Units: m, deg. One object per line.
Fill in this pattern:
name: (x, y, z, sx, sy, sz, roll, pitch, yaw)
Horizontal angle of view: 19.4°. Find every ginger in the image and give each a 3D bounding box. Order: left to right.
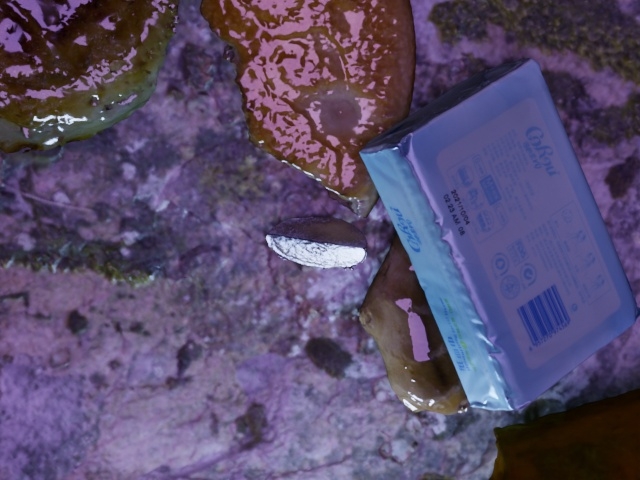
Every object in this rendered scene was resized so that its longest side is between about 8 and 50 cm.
ginger: (0.092, 0.077, 1.695, 0.095, 0.069, 0.190, -24, 104, -32)

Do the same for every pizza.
pizza: (-0.010, -0.190, 1.627, 0.182, 0.074, 0.365, -17, 106, -3)

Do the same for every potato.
potato: (0.001, 0.001, 1.692, 0.093, 0.036, 0.037, 8, 139, 12)

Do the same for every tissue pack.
tissue pack: (0.160, -0.006, 1.648, 0.177, 0.089, 0.263, -33, 104, -30)

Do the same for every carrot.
carrot: (0.277, 0.258, 1.660, 0.341, 0.241, 0.241, -16, 103, -3)

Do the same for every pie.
pie: (-0.263, -0.228, 1.585, 0.288, 0.103, 0.354, 12, 99, -13)
